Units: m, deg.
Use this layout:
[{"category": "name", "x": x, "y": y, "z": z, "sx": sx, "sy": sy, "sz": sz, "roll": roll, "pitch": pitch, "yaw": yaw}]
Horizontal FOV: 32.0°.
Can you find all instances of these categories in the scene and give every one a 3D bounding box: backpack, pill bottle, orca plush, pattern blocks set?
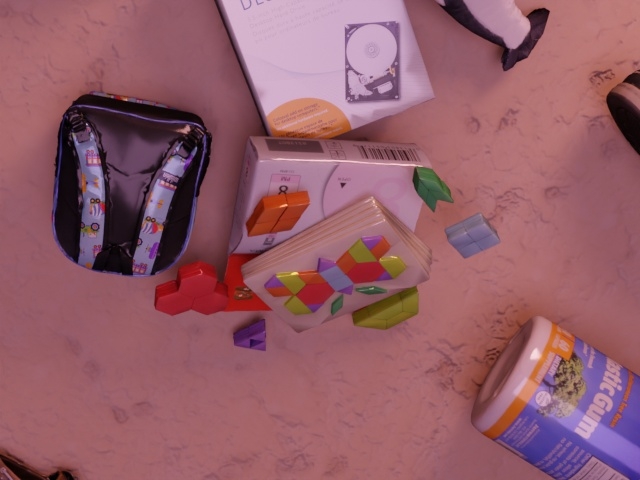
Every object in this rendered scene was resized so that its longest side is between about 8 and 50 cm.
[{"category": "backpack", "x": -0.201, "y": -0.056, "z": 1.169, "sx": 0.158, "sy": 0.117, "sz": 0.173, "roll": 8, "pitch": 105, "yaw": -10}, {"category": "pill bottle", "x": 0.322, "y": 0.217, "z": 1.271, "sx": 0.272, "sy": 0.152, "sz": 0.152, "roll": 31, "pitch": 101, "yaw": 1}, {"category": "orca plush", "x": 0.146, "y": -0.309, "z": 1.141, "sx": 0.151, "sy": 0.102, "sz": 0.287, "roll": -45, "pitch": 132, "yaw": 18}, {"category": "pattern blocks set", "x": 0.016, "y": 0.032, "z": 1.194, "sx": 0.324, "sy": 0.026, "sz": 0.285, "roll": -34, "pitch": 139, "yaw": 26}]

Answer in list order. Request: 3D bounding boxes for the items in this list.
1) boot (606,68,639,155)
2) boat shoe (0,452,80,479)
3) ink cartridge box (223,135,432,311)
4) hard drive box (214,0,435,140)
[{"category": "boot", "x": 0.528, "y": -0.142, "z": 1.230, "sx": 0.377, "sy": 0.138, "sz": 0.284, "roll": 35, "pitch": 97, "yaw": -12}, {"category": "boat shoe", "x": -0.308, "y": 0.303, "z": 1.292, "sx": 0.183, "sy": 0.066, "sz": 0.066, "roll": 25, "pitch": 101, "yaw": -14}, {"category": "ink cartridge box", "x": 0.000, "y": 0.000, "z": 1.194, "sx": 0.189, "sy": 0.066, "sz": 0.232, "roll": 1, "pitch": 122, "yaw": -18}, {"category": "hard drive box", "x": -0.007, "y": -0.229, "z": 1.157, "sx": 0.181, "sy": 0.089, "sz": 0.232, "roll": -22, "pitch": 108, "yaw": -1}]
